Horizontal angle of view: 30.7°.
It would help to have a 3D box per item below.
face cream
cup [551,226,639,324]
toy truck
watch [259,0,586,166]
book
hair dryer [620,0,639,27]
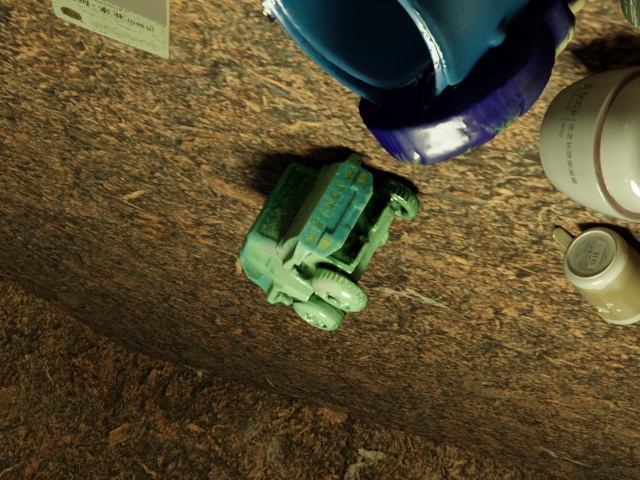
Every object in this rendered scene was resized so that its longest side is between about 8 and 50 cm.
[{"bbox_3d":[0.233,-0.074,0.881,0.117,0.117,0.104,32,170,-33],"label":"face cream"},{"bbox_3d":[0.304,0.025,1.237,0.074,0.102,0.099,-31,137,21],"label":"cup"},{"bbox_3d":[0.000,0.000,1.371,0.156,0.155,0.279,30,164,-1],"label":"toy truck"},{"bbox_3d":[0.053,-0.166,0.766,0.196,0.171,0.200,4,142,50],"label":"watch"},{"bbox_3d":[-0.202,-0.231,1.107,0.127,0.014,0.182,22,165,-2],"label":"book"},{"bbox_3d":[0.262,-0.171,0.659,0.194,0.050,0.173,12,165,20],"label":"hair dryer"}]
